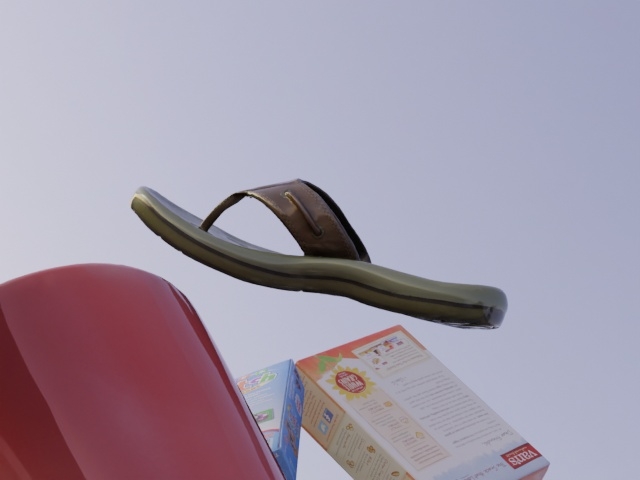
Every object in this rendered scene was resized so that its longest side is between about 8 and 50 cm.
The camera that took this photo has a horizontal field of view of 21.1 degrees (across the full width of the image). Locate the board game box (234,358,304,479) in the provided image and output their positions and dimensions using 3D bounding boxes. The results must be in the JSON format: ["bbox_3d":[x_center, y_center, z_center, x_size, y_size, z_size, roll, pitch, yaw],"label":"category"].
[{"bbox_3d":[-0.095,0.172,1.419,0.211,0.160,0.039,-85,153,-74],"label":"board game box"}]

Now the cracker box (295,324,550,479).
[{"bbox_3d":[0.094,0.195,1.734,0.232,0.156,0.067,42,-51,31],"label":"cracker box"}]

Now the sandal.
[{"bbox_3d":[0.001,0.000,1.341,0.303,0.086,0.120,14,1,4],"label":"sandal"}]

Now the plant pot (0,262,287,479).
[{"bbox_3d":[-0.129,0.191,1.055,0.243,0.275,0.275,49,-13,37],"label":"plant pot"}]
